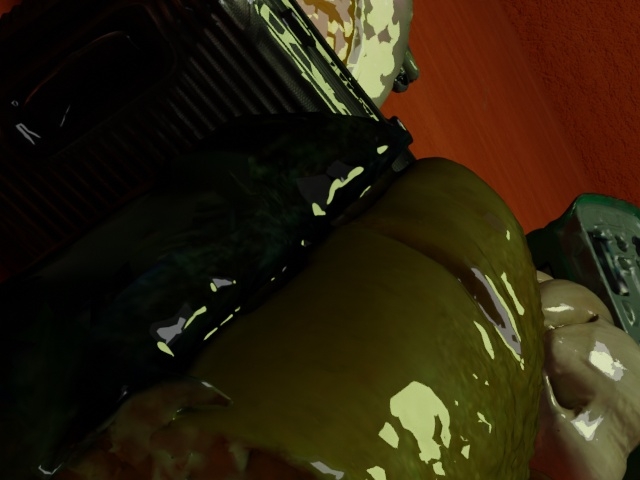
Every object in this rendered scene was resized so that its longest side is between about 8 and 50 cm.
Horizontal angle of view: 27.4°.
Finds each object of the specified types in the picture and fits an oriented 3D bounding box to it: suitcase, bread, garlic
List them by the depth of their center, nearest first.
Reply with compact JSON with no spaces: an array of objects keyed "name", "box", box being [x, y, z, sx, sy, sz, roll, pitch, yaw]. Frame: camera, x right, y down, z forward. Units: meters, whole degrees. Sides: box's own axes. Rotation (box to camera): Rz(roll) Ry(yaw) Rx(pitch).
[{"name":"bread","box":[-0.025,0.098,0.533,0.376,0.208,0.251,-52,156,-64]},{"name":"suitcase","box":[-0.054,-0.029,0.751,0.312,0.202,0.128,48,14,-38]},{"name":"garlic","box":[0.225,0.124,1.286,0.203,0.184,0.281,59,19,-50]}]

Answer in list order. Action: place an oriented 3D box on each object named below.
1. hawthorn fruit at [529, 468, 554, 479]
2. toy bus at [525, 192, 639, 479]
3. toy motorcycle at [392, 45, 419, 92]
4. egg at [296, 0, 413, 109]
[{"name":"hawthorn fruit","box":[0.143,0.289,0.912,0.199,0.199,0.251,43,52,-47]},{"name":"toy bus","box":[0.327,0.140,1.522,0.183,0.199,0.344,9,55,-45]},{"name":"toy motorcycle","box":[0.050,-0.259,1.534,0.193,0.061,0.124,52,28,-10]},{"name":"egg","box":[-0.076,-0.178,0.935,0.264,0.174,0.287,5,77,-38]}]
